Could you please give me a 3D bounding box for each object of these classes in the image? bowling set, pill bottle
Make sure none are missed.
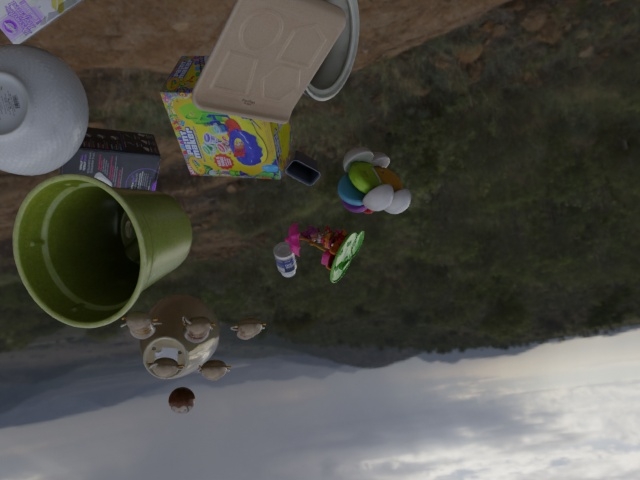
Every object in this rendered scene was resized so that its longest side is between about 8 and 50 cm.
[{"bbox_3d":[-0.251,0.243,1.131,0.286,0.200,0.154,1,165,-14],"label":"bowling set"},{"bbox_3d":[-0.110,0.065,1.806,0.067,0.067,0.120,-8,142,-1],"label":"pill bottle"}]

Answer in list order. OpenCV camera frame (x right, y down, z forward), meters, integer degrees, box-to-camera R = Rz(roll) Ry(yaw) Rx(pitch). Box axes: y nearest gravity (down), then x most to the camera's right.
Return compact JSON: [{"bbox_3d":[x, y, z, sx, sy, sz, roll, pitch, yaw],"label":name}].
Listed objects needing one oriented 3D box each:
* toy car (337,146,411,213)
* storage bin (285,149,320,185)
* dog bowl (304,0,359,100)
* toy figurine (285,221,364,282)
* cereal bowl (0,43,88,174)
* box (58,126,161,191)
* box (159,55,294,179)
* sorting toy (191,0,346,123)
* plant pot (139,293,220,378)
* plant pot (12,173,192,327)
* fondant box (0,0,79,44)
[{"bbox_3d":[0.111,-0.123,1.330,0.136,0.159,0.182,-39,156,29],"label":"toy car"},{"bbox_3d":[-0.073,-0.298,2.301,0.135,0.091,0.098,26,130,-22],"label":"storage bin"},{"bbox_3d":[-0.030,-0.672,1.843,0.150,0.408,0.408,18,-179,27],"label":"dog bowl"},{"bbox_3d":[0.000,0.000,1.359,0.159,0.130,0.173,24,-143,18],"label":"toy figurine"},{"bbox_3d":[-0.786,-0.340,1.450,0.338,0.339,0.141,-10,-177,4],"label":"cereal bowl"},{"bbox_3d":[-0.638,-0.234,1.705,0.270,0.143,0.165,2,126,-29],"label":"box"},{"bbox_3d":[-0.244,-0.338,1.564,0.279,0.177,0.290,4,140,12],"label":"box"},{"bbox_3d":[-0.079,-0.281,0.856,0.193,0.038,0.208,-1,136,-44],"label":"sorting toy"},{"bbox_3d":[-0.450,0.320,1.743,0.256,0.257,0.274,-8,-173,-4],"label":"plant pot"},{"bbox_3d":[-0.390,0.000,1.103,0.276,0.276,0.254,-13,-174,19],"label":"plant pot"},{"bbox_3d":[-0.931,-0.825,1.819,0.330,0.238,0.096,-29,-152,10],"label":"fondant box"}]
